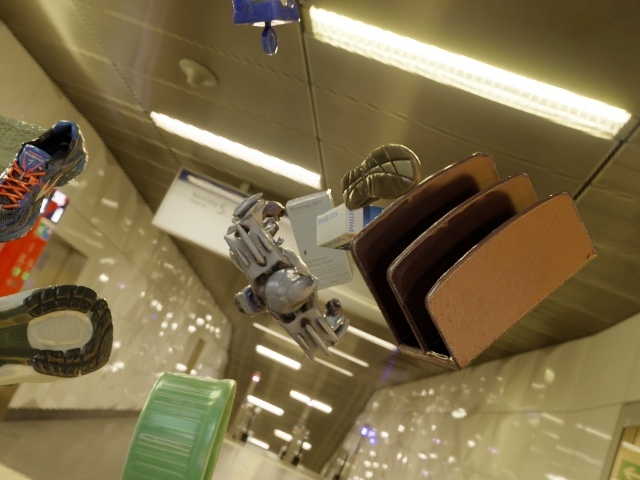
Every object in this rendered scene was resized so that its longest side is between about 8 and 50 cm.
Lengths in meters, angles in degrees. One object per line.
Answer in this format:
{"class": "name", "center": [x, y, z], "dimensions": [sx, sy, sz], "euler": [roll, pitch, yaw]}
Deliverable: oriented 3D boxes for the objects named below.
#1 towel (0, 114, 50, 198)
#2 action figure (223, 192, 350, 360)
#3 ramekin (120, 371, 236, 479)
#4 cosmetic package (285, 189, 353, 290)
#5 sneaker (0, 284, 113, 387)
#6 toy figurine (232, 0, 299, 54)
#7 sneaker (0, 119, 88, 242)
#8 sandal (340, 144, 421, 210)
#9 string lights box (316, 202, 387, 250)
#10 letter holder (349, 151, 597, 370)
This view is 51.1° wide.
{"class": "towel", "center": [-0.473, -0.133, 1.022], "dimensions": [0.148, 0.110, 0.027], "euler": [17, 2, -20]}
{"class": "action figure", "center": [-0.049, 0.036, 0.760], "dimensions": [0.185, 0.099, 0.285], "euler": [67, -13, -9]}
{"class": "ramekin", "center": [-0.280, 0.408, 1.326], "dimensions": [0.148, 0.304, 0.303], "euler": [15, -14, 0]}
{"class": "cosmetic package", "center": [0.000, 0.000, 1.685], "dimensions": [0.117, 0.231, 0.085], "euler": [-16, 12, 6]}
{"class": "sneaker", "center": [-0.477, 0.142, 0.852], "dimensions": [0.182, 0.158, 0.410], "euler": [-18, -17, 33]}
{"class": "toy figurine", "center": [-0.105, -0.374, 0.971], "dimensions": [0.191, 0.217, 0.362], "euler": [-10, 12, 17]}
{"class": "sneaker", "center": [-0.399, -0.089, 0.910], "dimensions": [0.083, 0.221, 0.087], "euler": [27, -39, -3]}
{"class": "sandal", "center": [0.086, -0.084, 0.916], "dimensions": [0.049, 0.072, 0.180], "euler": [-5, -8, -27]}
{"class": "string lights box", "center": [0.135, -0.020, 1.526], "dimensions": [0.259, 0.077, 0.133], "euler": [8, -17, -28]}
{"class": "letter holder", "center": [0.225, 0.008, 0.998], "dimensions": [0.215, 0.301, 0.152], "euler": [62, -22, -14]}
